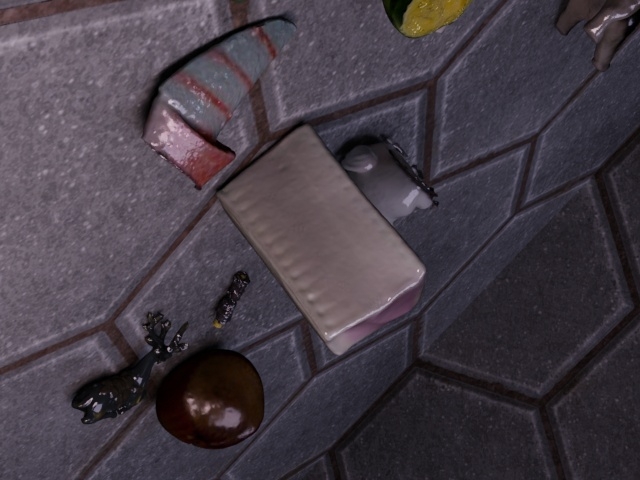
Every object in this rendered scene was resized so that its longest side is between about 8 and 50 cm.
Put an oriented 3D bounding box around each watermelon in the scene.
[{"bbox_3d":[0.168,-0.415,1.703,0.204,0.127,0.232,-42,162,-2],"label":"watermelon"}]

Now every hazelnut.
[{"bbox_3d":[-0.241,0.339,2.399,0.229,0.229,0.229,-37,159,-16],"label":"hazelnut"}]

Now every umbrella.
[{"bbox_3d":[-0.182,0.122,2.274,0.040,0.037,0.144,-38,161,-55],"label":"umbrella"}]

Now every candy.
[{"bbox_3d":[0.002,-0.001,1.914,0.208,0.359,0.145,-36,160,-6],"label":"candy"}]

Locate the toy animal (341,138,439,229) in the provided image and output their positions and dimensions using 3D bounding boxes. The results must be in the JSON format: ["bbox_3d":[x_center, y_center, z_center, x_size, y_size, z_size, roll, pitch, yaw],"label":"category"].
[{"bbox_3d":[0.065,-0.047,2.205,0.310,0.183,0.247,-41,156,11],"label":"toy animal"}]

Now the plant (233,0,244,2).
[{"bbox_3d":[-0.101,-0.336,1.475,0.051,0.051,0.102,-54,163,28],"label":"plant"}]

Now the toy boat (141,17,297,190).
[{"bbox_3d":[-0.135,-0.221,1.622,0.282,0.096,0.206,-51,146,-5],"label":"toy boat"}]

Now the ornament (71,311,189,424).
[{"bbox_3d":[-0.350,0.232,2.131,0.236,0.080,0.202,-50,162,26],"label":"ornament"}]

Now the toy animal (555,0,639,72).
[{"bbox_3d":[0.624,-0.517,2.265,0.302,0.194,0.344,-40,166,9],"label":"toy animal"}]

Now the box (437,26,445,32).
[{"bbox_3d":[0.189,-0.401,1.897,0.089,0.043,0.125,-52,158,25],"label":"box"}]
